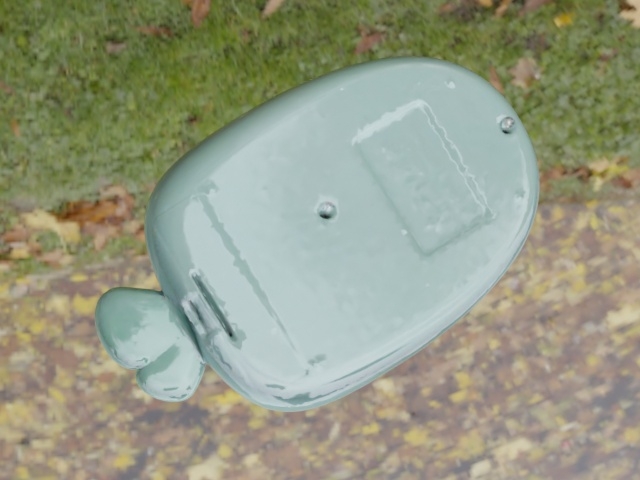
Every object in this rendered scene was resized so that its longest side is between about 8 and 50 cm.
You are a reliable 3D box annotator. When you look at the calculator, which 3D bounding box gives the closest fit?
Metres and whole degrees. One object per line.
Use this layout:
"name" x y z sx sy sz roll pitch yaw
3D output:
"calculator" 0.000 0.000 0.369 0.153 0.021 0.095 -31 91 -8
